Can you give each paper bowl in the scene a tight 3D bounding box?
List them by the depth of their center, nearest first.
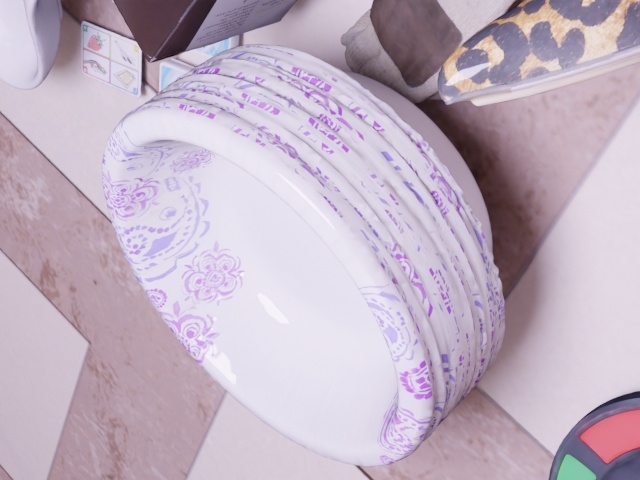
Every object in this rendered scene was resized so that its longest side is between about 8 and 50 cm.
[{"bbox_3d":[0.000,0.000,0.765,0.284,0.148,0.284,34,147,26],"label":"paper bowl"}]

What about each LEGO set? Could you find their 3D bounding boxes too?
[{"bbox_3d":[-0.167,-0.195,0.912,0.244,0.060,0.183,26,124,32],"label":"LEGO set"}]

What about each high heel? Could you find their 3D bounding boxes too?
[{"bbox_3d":[0.137,-0.181,0.512,0.186,0.261,0.093,64,169,-9],"label":"high heel"}]

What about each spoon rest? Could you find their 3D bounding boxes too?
[{"bbox_3d":[-0.228,-0.201,0.884,0.276,0.084,0.137,-19,105,50],"label":"spoon rest"}]

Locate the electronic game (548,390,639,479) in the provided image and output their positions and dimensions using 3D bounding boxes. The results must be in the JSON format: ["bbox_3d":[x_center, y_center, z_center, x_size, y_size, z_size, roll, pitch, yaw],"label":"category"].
[{"bbox_3d":[0.251,0.201,0.740,0.229,0.048,0.229,22,126,34],"label":"electronic game"}]

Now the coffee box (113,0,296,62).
[{"bbox_3d":[-0.039,-0.256,0.654,0.168,0.118,0.297,59,143,6],"label":"coffee box"}]

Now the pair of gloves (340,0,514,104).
[{"bbox_3d":[0.042,-0.207,0.720,0.240,0.042,0.204,54,142,14],"label":"pair of gloves"}]
